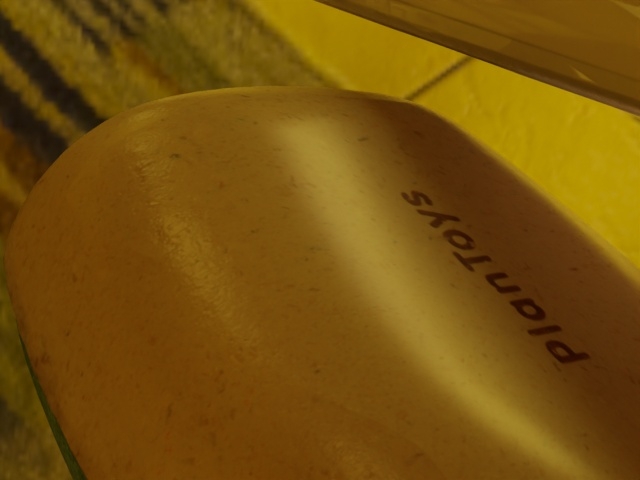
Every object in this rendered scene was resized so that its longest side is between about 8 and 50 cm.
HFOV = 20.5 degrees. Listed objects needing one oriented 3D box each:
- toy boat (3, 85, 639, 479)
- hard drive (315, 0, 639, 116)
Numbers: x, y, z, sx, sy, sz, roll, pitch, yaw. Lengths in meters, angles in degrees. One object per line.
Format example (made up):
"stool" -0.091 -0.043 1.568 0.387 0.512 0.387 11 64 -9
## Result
"toy boat" 0.074 0.072 0.503 0.318 0.148 0.267 -1 39 -38
"hard drive" 0.108 -0.084 0.566 0.203 0.040 0.307 -8 24 -39
